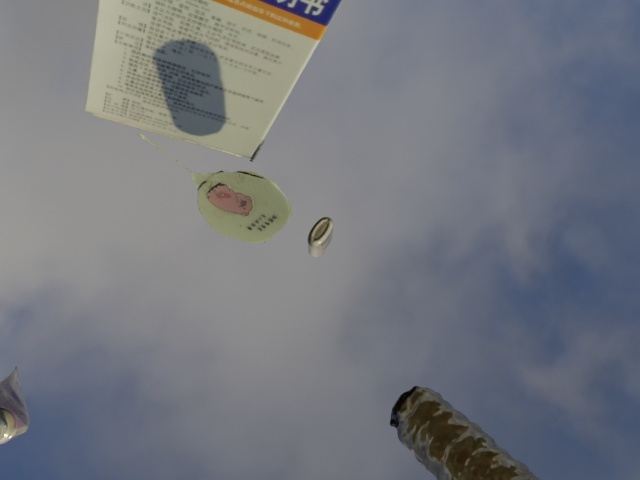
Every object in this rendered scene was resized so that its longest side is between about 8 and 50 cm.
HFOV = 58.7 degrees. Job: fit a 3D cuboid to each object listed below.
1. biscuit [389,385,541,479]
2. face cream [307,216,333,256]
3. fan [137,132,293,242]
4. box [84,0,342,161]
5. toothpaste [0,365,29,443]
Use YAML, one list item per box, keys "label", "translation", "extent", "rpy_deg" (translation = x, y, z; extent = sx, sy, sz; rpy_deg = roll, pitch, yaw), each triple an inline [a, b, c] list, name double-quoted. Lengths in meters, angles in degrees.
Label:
- label: "biscuit"
  translation: [0.127, 0.181, 0.396]
  extent: [0.219, 0.055, 0.061]
  rpy_deg: [34, -75, 54]
- label: "face cream"
  translation: [0.000, 0.000, 0.677]
  extent: [0.021, 0.083, 0.040]
  rpy_deg: [34, -104, 9]
- label: "fan"
  translation: [-0.196, -0.097, 1.026]
  extent: [0.182, 0.310, 0.010]
  rpy_deg: [-39, -153, 36]
- label: "box"
  translation: [-0.113, -0.227, 0.571]
  extent: [0.200, 0.299, 0.107]
  rpy_deg: [13, -123, -21]
- label: "toothpaste"
  translation: [-0.458, 0.244, 0.833]
  extent: [0.048, 0.301, 0.075]
  rpy_deg: [-34, -82, -20]
